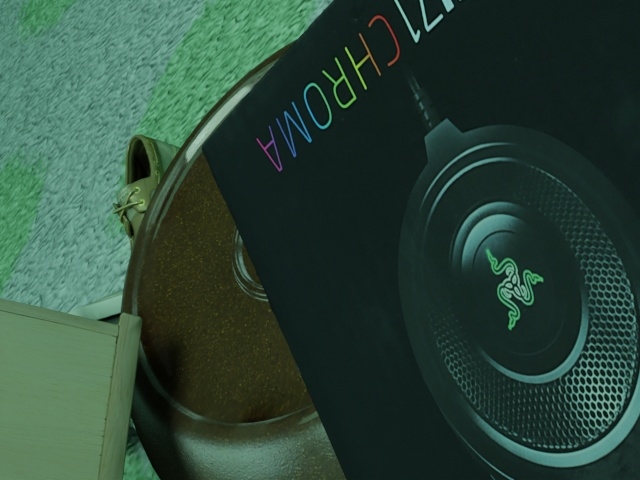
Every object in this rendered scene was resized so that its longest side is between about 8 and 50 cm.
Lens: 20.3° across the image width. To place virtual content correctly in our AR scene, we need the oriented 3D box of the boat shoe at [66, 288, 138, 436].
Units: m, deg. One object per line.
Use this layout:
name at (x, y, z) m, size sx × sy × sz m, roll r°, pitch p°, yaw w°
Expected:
boat shoe at (-0.113, 0.078, 1.144) m, size 0.319 × 0.116 × 0.099 m, roll -22°, pitch 89°, yaw 43°

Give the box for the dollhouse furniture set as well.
dollhouse furniture set at (-0.233, 0.193, 0.929) m, size 0.303 × 0.198 × 0.286 m, roll 118°, pitch 160°, yaw -50°

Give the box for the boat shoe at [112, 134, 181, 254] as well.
boat shoe at (-0.129, -0.025, 1.305) m, size 0.050 × 0.045 × 0.135 m, roll -46°, pitch 29°, yaw 31°

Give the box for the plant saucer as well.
plant saucer at (0.000, 0.000, 0.925) m, size 0.311 × 0.050 × 0.310 m, roll -23°, pitch 50°, yaw 31°

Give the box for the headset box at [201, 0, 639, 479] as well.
headset box at (0.119, 0.038, 0.477) m, size 0.246 × 0.131 × 0.283 m, roll -39°, pitch 72°, yaw 55°
